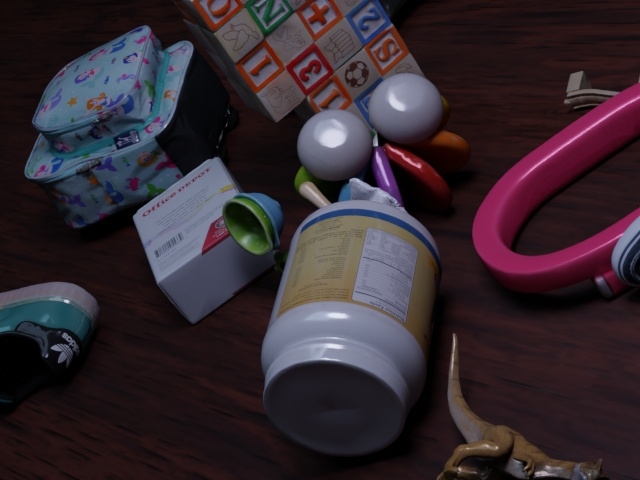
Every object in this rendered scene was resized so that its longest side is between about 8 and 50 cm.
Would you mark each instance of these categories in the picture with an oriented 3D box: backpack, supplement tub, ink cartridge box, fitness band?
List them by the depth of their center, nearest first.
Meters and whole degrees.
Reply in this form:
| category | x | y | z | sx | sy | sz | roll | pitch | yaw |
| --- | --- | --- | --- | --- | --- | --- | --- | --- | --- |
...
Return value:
| category | x | y | z | sx | sy | sz | roll | pitch | yaw |
| --- | --- | --- | --- | --- | --- | --- | --- | --- | --- |
| supplement tub | 0.028 | 0.076 | 1.209 | 0.144 | 0.144 | 0.200 | -19 | 35 | 27 |
| fitness band | 0.273 | -0.051 | 1.232 | 0.291 | 0.054 | 0.209 | -34 | 28 | 3 |
| ink cartridge box | -0.130 | -0.004 | 1.547 | 0.127 | 0.072 | 0.175 | -36 | 31 | 2 |
| backpack | -0.265 | -0.139 | 1.771 | 0.253 | 0.191 | 0.225 | -27 | 32 | 25 |

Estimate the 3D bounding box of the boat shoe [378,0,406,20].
| category | x | y | z | sx | sy | sz | roll | pitch | yaw |
| --- | --- | --- | --- | --- | --- | --- | --- | --- | --- |
| boat shoe | 0.040 | -0.301 | 1.760 | 0.324 | 0.122 | 0.120 | -41 | 0 | -12 |

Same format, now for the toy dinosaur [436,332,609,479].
| category | x | y | z | sx | sy | sz | roll | pitch | yaw |
| --- | --- | --- | --- | --- | --- | --- | --- | --- | --- |
| toy dinosaur | 0.135 | 0.164 | 1.080 | 0.112 | 0.064 | 0.211 | -29 | 36 | -24 |

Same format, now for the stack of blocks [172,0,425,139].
| category | x | y | z | sx | sy | sz | roll | pitch | yaw |
| --- | --- | --- | --- | --- | --- | --- | --- | --- | --- |
| stack of blocks | -0.014 | -0.208 | 1.487 | 0.171 | 0.297 | 0.087 | -42 | 33 | -8 |

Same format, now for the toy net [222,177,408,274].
| category | x | y | z | sx | sy | sz | roll | pitch | yaw |
| --- | --- | --- | --- | --- | --- | --- | --- | --- | --- |
| toy net | 0.000 | 0.000 | 1.349 | 0.045 | 0.122 | 0.232 | -36 | 21 | -34 |

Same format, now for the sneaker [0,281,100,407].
| category | x | y | z | sx | sy | sz | roll | pitch | yaw |
| --- | --- | --- | --- | --- | --- | --- | --- | --- | --- |
| sneaker | -0.403 | 0.137 | 1.596 | 0.302 | 0.108 | 0.121 | -18 | 31 | 26 |

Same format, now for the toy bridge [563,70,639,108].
| category | x | y | z | sx | sy | sz | roll | pitch | yaw |
| --- | --- | --- | --- | --- | --- | --- | --- | --- | --- |
| toy bridge | 0.326 | -0.159 | 1.344 | 0.188 | 0.026 | 0.063 | -14 | 38 | 33 |

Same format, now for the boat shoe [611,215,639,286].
| category | x | y | z | sx | sy | sz | roll | pitch | yaw |
| --- | --- | --- | --- | --- | --- | --- | --- | --- | --- |
| boat shoe | 0.326 | -0.004 | 1.094 | 0.183 | 0.065 | 0.083 | -29 | 30 | 10 |

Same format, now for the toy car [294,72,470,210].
| category | x | y | z | sx | sy | sz | roll | pitch | yaw |
| --- | --- | --- | --- | --- | --- | --- | --- | --- | --- |
| toy car | 0.068 | -0.071 | 1.392 | 0.182 | 0.159 | 0.136 | -27 | 70 | -5 |
